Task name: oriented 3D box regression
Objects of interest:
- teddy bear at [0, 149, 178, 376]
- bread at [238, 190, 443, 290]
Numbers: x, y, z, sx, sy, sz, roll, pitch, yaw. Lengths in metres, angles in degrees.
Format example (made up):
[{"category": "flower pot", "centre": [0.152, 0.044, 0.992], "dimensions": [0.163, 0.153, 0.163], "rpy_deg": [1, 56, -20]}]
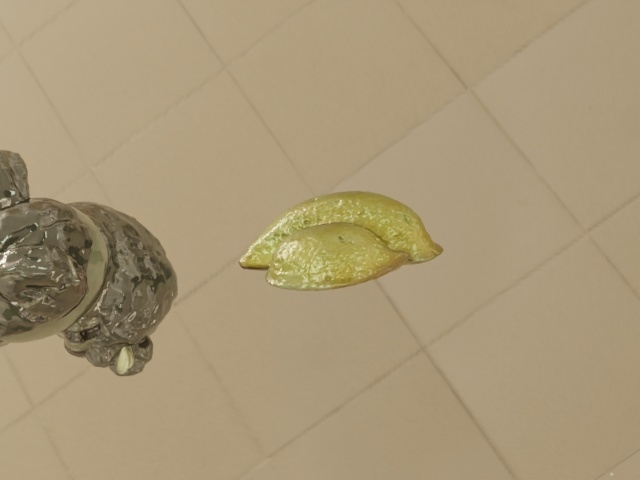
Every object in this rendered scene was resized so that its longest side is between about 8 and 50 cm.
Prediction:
[{"category": "teddy bear", "centre": [-0.230, 0.018, 0.799], "dimensions": [0.144, 0.251, 0.171], "rpy_deg": [-37, 69, 7]}, {"category": "bread", "centre": [0.000, 0.000, 0.857], "dimensions": [0.188, 0.149, 0.065], "rpy_deg": [3, 109, 37]}]
